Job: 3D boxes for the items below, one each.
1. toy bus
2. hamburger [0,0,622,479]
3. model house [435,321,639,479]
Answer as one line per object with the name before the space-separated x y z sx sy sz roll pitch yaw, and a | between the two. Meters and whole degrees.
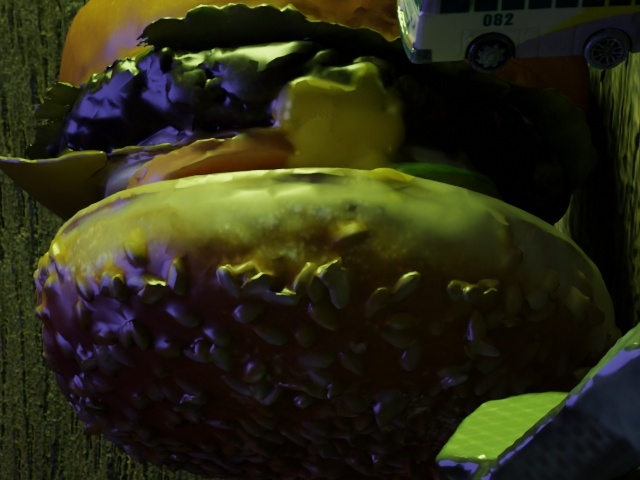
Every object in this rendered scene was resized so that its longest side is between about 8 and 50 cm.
toy bus | 0.083 -0.103 0.690 0.052 0.102 0.058 -98 7 -49
hamburger | 0.000 0.000 0.808 0.291 0.291 0.225 92 -179 -65
model house | 0.111 0.127 0.488 0.205 0.218 0.279 -37 -9 -48
